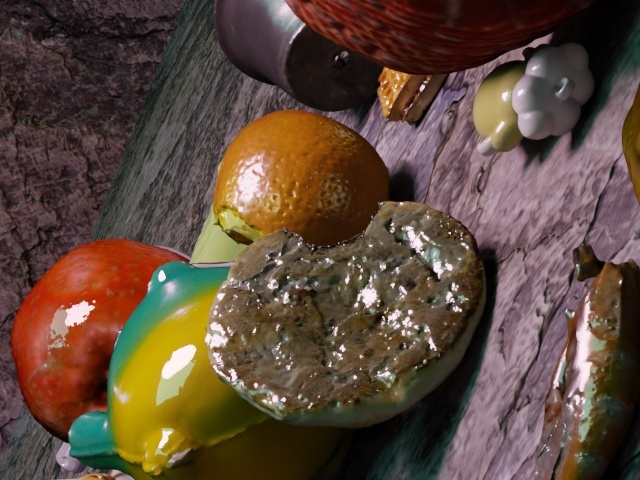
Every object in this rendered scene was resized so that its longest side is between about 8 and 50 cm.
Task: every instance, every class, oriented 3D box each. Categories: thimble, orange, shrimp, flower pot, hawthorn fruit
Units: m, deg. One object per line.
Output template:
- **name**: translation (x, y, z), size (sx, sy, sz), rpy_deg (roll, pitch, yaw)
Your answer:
- **thimble**: translation (0.119, -0.315, 1.559), size (0.350, 0.350, 0.230), rpy_deg (-66, 14, -9)
- **orange**: translation (-0.016, -0.052, 1.900), size (0.237, 0.179, 0.158), rpy_deg (-132, 56, -83)
- **shrimp**: translation (0.170, 0.090, 1.223), size (0.132, 0.051, 0.187), rpy_deg (-36, 34, 63)
- **flower pot**: translation (0.003, -0.249, 2.181), size (0.235, 0.235, 0.148), rpy_deg (-58, 34, 23)
- **hawthorn fruit**: translation (-0.243, 0.137, 2.237), size (0.275, 0.275, 0.300), rpy_deg (-62, 10, 9)

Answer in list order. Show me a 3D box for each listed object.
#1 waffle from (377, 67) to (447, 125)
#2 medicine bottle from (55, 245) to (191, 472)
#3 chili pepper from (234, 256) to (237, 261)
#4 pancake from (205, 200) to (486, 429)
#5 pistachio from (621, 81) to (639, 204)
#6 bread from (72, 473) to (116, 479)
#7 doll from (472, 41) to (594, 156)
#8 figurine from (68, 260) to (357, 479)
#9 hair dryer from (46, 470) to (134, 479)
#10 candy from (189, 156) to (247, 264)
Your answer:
- **waffle**: translation (0.114, -0.201, 1.970), size (0.148, 0.042, 0.102), rpy_deg (-59, 16, 20)
- **medicine bottle**: translation (-0.276, 0.177, 2.596), size (0.352, 0.110, 0.110), rpy_deg (-60, 14, 19)
- **chili pepper**: translation (-0.048, 0.059, 1.936), size (0.070, 0.123, 0.073), rpy_deg (-66, 16, 5)
- **pancake**: translation (0.022, 0.061, 1.544), size (0.037, 0.253, 0.253), rpy_deg (73, -158, -44)
- **pistachio**: translation (0.238, -0.074, 1.160), size (0.110, 0.100, 0.189), rpy_deg (-43, 26, 46)
- **bread**: translation (-0.179, 0.312, 1.752), size (0.134, 0.244, 0.244), rpy_deg (-53, 13, -6)
- **doll**: translation (0.177, -0.120, 1.555), size (0.106, 0.062, 0.162), rpy_deg (-65, 12, -8)
- **figurine**: translation (-0.087, 0.131, 1.712), size (0.323, 0.231, 0.340), rpy_deg (-28, 12, -7)
- **hair dryer**: translation (-0.268, 0.294, 2.028), size (0.362, 0.128, 0.203), rpy_deg (-8, 49, 30)
- **candy**: translation (-0.088, 0.018, 2.116), size (0.343, 0.132, 0.142), rpy_deg (-79, -17, -46)
